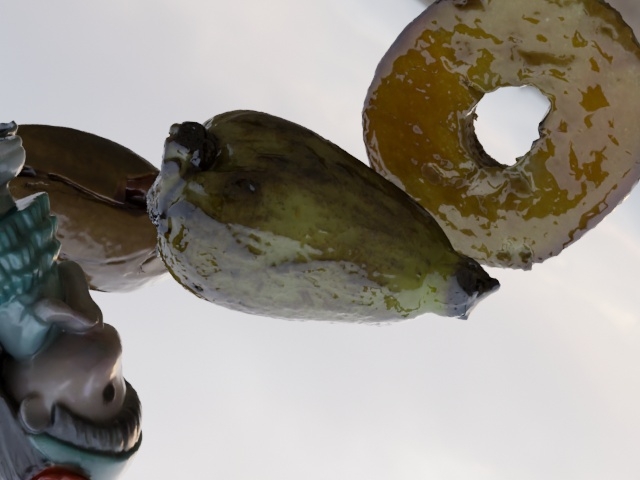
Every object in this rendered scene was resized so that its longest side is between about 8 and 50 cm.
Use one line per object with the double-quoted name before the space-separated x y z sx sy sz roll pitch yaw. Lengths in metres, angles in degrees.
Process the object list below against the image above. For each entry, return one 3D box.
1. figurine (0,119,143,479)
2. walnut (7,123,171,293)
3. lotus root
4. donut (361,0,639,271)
"figurine" -0.189 0.058 1.057 0.138 0.110 0.246 -51 -55 -62
"walnut" -0.215 -0.029 1.464 0.245 0.137 0.137 20 -165 -20
"lotus root" 0.000 0.000 0.903 0.190 0.108 0.094 23 161 -2
"donut" 0.117 -0.074 0.996 0.162 0.178 0.065 56 -153 0
